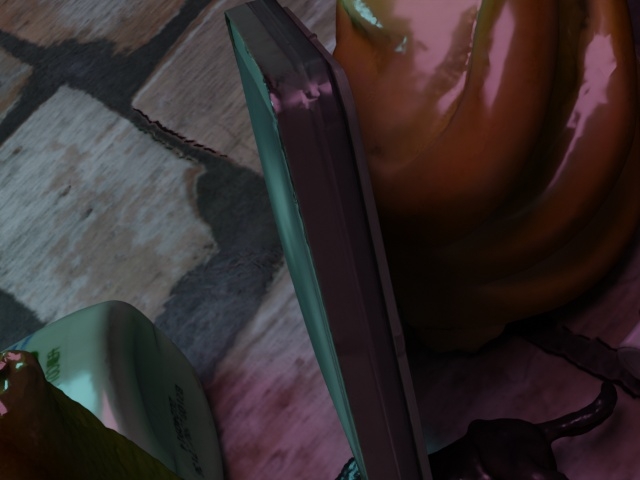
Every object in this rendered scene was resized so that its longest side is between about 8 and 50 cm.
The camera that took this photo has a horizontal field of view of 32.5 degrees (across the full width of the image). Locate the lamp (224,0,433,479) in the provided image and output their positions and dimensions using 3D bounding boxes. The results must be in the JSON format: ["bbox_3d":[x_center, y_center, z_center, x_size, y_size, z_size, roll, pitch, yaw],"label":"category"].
[{"bbox_3d":[0.000,0.000,0.665,0.047,0.267,0.269,-14,22,-4],"label":"lamp"}]

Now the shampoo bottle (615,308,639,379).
[{"bbox_3d":[0.255,0.006,0.670,0.192,0.074,0.074,-47,44,-10],"label":"shampoo bottle"}]

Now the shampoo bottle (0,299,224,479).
[{"bbox_3d":[-0.251,0.196,0.794,0.349,0.151,0.222,-30,46,10],"label":"shampoo bottle"}]

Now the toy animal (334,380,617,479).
[{"bbox_3d":[0.081,0.161,0.651,0.232,0.084,0.148,-33,42,11],"label":"toy animal"}]

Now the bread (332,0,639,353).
[{"bbox_3d":[0.116,-0.116,0.740,0.211,0.270,0.316,-9,52,7],"label":"bread"}]

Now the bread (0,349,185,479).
[{"bbox_3d":[-0.144,0.232,0.540,0.244,0.362,0.233,-31,44,5],"label":"bread"}]
